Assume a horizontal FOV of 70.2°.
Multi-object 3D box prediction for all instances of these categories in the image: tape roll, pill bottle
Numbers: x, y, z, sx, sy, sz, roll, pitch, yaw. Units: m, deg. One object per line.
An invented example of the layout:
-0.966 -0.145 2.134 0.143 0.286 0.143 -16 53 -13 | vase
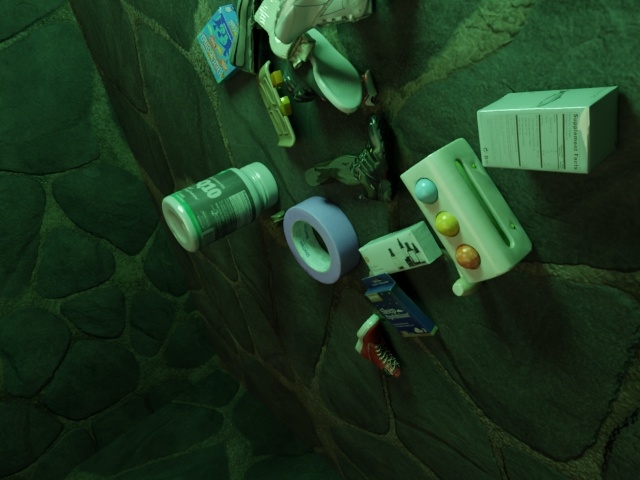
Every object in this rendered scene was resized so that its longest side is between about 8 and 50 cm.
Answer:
0.000 0.000 1.464 0.275 0.090 0.275 36 142 34 | tape roll
-0.337 -0.126 1.575 0.204 0.361 0.204 36 143 33 | pill bottle

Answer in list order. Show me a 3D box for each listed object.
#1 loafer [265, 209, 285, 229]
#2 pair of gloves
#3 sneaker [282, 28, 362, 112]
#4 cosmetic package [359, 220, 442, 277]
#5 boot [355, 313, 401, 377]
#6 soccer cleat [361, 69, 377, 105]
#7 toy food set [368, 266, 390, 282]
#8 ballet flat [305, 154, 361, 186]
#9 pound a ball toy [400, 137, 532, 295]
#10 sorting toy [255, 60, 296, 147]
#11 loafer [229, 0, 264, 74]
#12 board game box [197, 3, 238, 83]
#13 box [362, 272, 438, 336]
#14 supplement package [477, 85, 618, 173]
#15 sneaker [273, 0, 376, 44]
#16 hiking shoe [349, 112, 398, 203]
-0.158 -0.073 1.670 0.050 0.056 0.148 61 160 -5 | loafer
-0.044 -0.522 1.000 0.240 0.042 0.204 -42 69 32 | pair of gloves
0.000 -0.370 1.091 0.295 0.105 0.147 60 151 27 | sneaker
0.205 0.029 1.215 0.099 0.060 0.239 61 150 -2 | cosmetic package
0.205 0.353 1.486 0.176 0.088 0.244 41 154 27 | boot
0.115 -0.348 1.043 0.036 0.029 0.083 27 141 29 | soccer cleat
0.177 0.109 1.367 0.082 0.020 0.083 26 137 43 | toy food set
0.052 -0.190 1.259 0.250 0.058 0.084 -2 111 51 | ballet flat
0.285 -0.022 0.976 0.319 0.136 0.208 59 150 1 | pound a ball toy
-0.112 -0.373 1.258 0.307 0.041 0.229 -142 32 -71 | sorting toy
-0.173 -0.569 1.212 0.084 0.096 0.267 35 140 4 | loafer
-0.295 -0.597 1.403 0.210 0.047 0.160 -4 114 58 | board game box
0.217 0.191 1.311 0.225 0.036 0.136 47 152 -9 | box
0.366 -0.180 0.742 0.179 0.105 0.105 16 129 49 | supplement package
0.031 -0.472 0.885 0.297 0.111 0.129 -28 104 31 | sneaker
0.117 -0.191 1.093 0.114 0.086 0.227 3 123 25 | hiking shoe
